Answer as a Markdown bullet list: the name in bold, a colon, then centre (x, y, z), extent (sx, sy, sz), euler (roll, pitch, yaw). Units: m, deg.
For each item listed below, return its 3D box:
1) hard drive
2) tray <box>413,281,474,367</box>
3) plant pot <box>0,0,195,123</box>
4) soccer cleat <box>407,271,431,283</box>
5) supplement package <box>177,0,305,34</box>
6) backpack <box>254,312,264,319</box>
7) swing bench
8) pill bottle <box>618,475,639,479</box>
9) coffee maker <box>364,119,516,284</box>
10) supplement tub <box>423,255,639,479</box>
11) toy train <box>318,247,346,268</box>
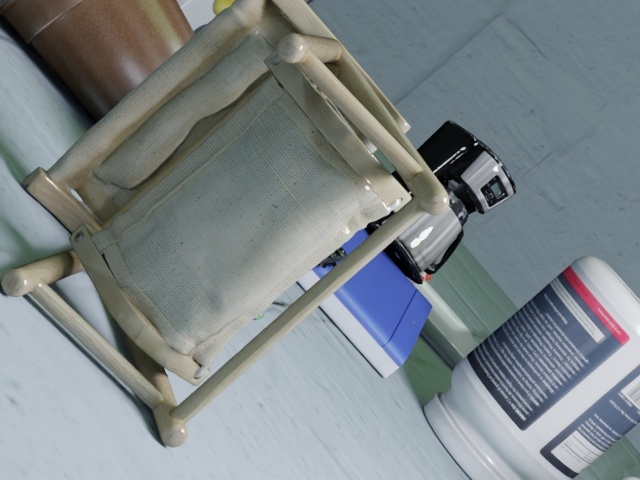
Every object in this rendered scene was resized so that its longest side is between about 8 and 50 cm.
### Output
- **hard drive**: centre (0.000, 0.000, 2.011), extent (0.319, 0.040, 0.210), euler (48, 20, -4)
- **tray**: centre (0.172, 0.121, 2.518), extent (0.145, 0.030, 0.270), euler (47, 9, -6)
- **plant pot**: centre (-0.199, -0.197, 1.650), extent (0.165, 0.167, 0.167), euler (57, 7, -6)
- **soccer cleat**: centre (0.095, 0.035, 2.429), extent (0.076, 0.068, 0.196), euler (13, 4, 25)
- **supplement package**: centre (-0.171, -0.315, 2.127), extent (0.198, 0.199, 0.262), euler (53, 9, 22)
- **backpack**: centre (-0.084, -0.020, 1.543), extent (0.173, 0.117, 0.158), euler (48, 9, -25)
- **swing bench**: centre (-0.070, -0.036, 1.201), extent (0.165, 0.253, 0.255), euler (46, 9, -17)
- **pill bottle**: centre (0.305, 0.312, 1.714), extent (0.117, 0.208, 0.117), euler (47, 8, -9)
- **coffee maker**: centre (0.128, -0.062, 2.135), extent (0.171, 0.178, 0.120), euler (44, -11, 22)
- **supplement tub**: centre (0.275, 0.168, 1.987), extent (0.191, 0.272, 0.191), euler (47, 8, -9)
- **toy train**: centre (-0.022, 0.014, 1.862), extent (0.036, 0.027, 0.158), euler (54, 27, 16)
